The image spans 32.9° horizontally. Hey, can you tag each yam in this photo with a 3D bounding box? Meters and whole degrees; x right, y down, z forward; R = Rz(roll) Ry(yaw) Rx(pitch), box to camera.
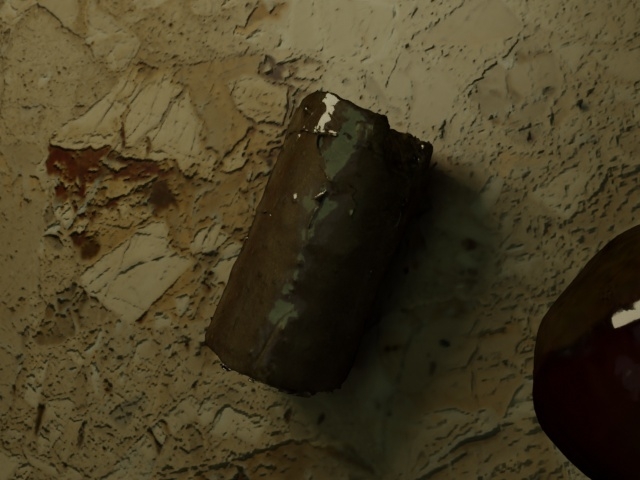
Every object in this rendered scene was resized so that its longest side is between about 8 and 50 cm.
[{"bbox_3d":[-0.001,0.000,0.897,0.129,0.128,0.238,20,99,2],"label":"yam"}]

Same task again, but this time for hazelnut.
[{"bbox_3d":[0.244,0.086,0.682,0.208,0.208,0.208,-8,76,33],"label":"hazelnut"}]
